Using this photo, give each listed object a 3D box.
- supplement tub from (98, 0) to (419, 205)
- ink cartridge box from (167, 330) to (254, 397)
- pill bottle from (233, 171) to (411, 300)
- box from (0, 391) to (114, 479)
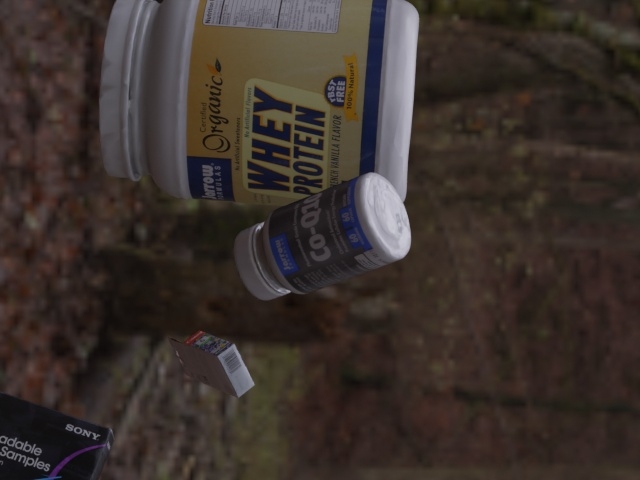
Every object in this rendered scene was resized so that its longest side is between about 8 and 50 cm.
[{"bbox_3d":[-0.061,-0.150,1.758,0.228,0.316,0.228,4,90,-87],"label":"supplement tub"},{"bbox_3d":[-0.130,0.141,1.965,0.115,0.029,0.063,16,-44,53],"label":"ink cartridge box"},{"bbox_3d":[0.000,0.000,1.410,0.078,0.137,0.078,40,39,-43],"label":"pill bottle"},{"bbox_3d":[-0.231,0.192,1.204,0.029,0.116,0.162,100,9,-64],"label":"box"}]
